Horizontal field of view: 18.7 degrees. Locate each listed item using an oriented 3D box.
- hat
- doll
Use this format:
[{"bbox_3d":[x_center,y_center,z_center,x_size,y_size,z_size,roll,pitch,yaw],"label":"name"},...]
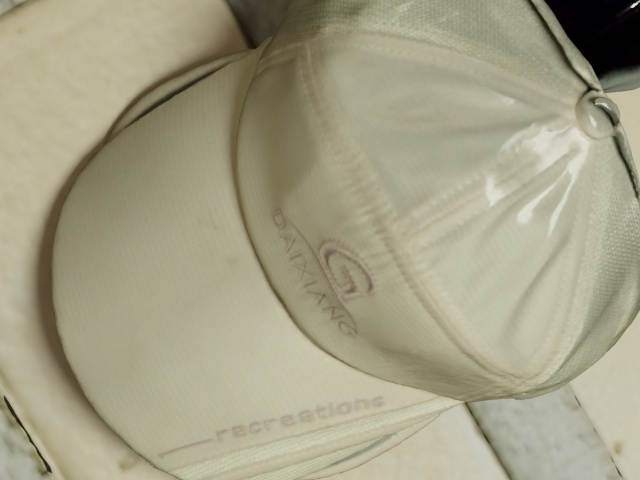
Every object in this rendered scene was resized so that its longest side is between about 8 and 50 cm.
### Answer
[{"bbox_3d":[0.000,0.000,0.787,0.226,0.164,0.219,-31,95,-9],"label":"hat"},{"bbox_3d":[0.118,-0.099,0.851,0.195,0.070,0.096,-36,102,3],"label":"doll"}]
